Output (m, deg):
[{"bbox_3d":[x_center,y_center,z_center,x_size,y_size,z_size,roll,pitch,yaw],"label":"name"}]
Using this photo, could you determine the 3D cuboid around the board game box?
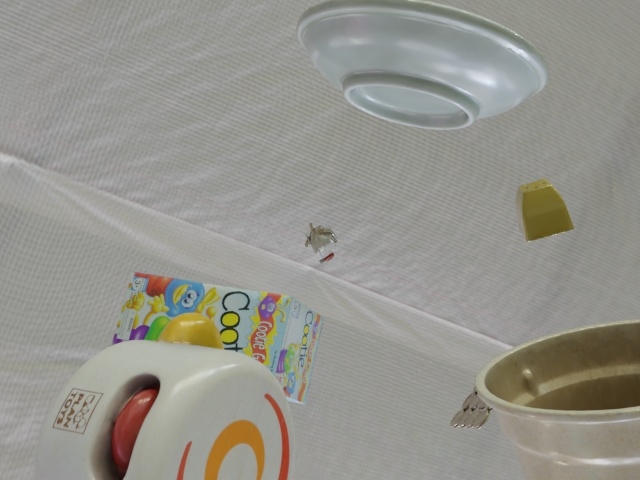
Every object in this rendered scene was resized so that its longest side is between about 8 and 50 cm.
[{"bbox_3d":[-0.157,0.149,1.266,0.276,0.142,0.144,7,-106,21],"label":"board game box"}]

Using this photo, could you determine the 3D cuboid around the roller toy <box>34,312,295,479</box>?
[{"bbox_3d":[-0.127,0.178,0.679,0.191,0.146,0.209,-21,-70,-55],"label":"roller toy"}]

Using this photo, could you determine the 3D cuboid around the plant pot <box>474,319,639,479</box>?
[{"bbox_3d":[0.382,0.288,0.996,0.334,0.334,0.305,-14,-84,-11],"label":"plant pot"}]

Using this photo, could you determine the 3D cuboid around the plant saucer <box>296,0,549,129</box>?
[{"bbox_3d":[0.148,-0.254,1.300,0.401,0.400,0.100,15,-97,-17],"label":"plant saucer"}]

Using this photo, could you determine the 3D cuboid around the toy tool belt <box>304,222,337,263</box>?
[{"bbox_3d":[0.000,0.000,1.373,0.052,0.083,0.051,-35,-109,-6],"label":"toy tool belt"}]

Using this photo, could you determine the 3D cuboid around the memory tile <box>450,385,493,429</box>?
[{"bbox_3d":[0.276,0.274,1.406,0.012,0.148,0.113,38,-106,-1],"label":"memory tile"}]

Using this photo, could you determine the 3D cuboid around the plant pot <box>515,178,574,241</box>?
[{"bbox_3d":[0.375,-0.057,1.405,0.081,0.081,0.083,-16,-74,8],"label":"plant pot"}]
